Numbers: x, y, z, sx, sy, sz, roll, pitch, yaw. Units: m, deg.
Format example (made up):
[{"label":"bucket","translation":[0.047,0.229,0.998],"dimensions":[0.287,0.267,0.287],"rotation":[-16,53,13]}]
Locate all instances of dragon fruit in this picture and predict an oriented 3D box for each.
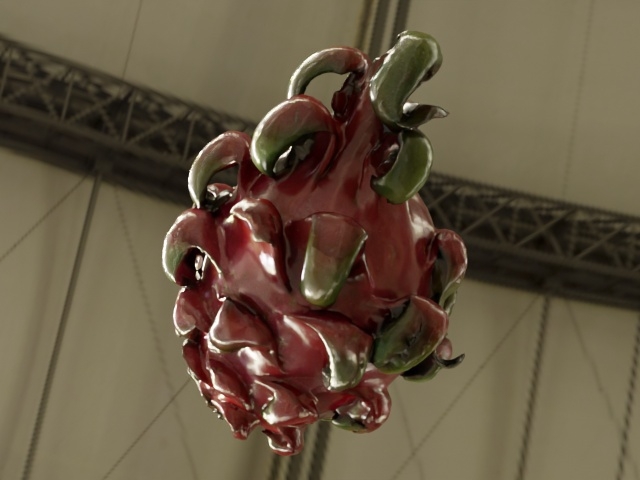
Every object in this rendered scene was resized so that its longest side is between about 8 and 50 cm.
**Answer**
[{"label":"dragon fruit","translation":[-0.007,0.007,0.938],"dimensions":[0.198,0.218,0.272],"rotation":[-25,-55,-24]}]
